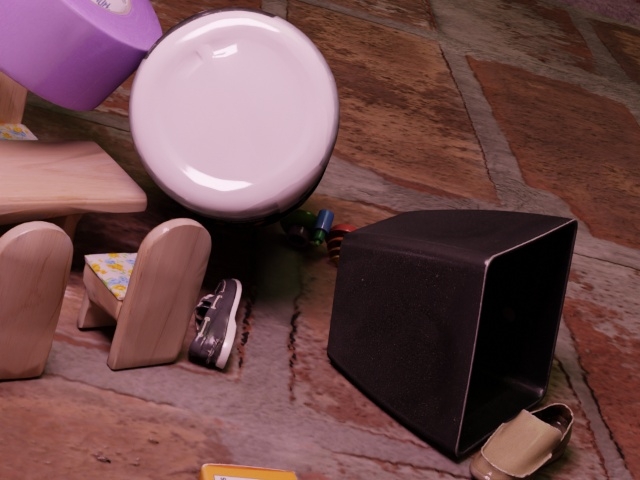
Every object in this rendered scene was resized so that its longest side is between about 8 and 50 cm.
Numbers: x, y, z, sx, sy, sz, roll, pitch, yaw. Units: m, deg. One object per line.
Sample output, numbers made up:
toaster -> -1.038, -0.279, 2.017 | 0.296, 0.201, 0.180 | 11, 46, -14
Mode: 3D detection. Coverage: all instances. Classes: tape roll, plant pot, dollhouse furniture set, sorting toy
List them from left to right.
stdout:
dollhouse furniture set -> -0.333, -0.084, 1.164 | 0.394, 0.256, 0.362 | -3, 32, -39
tape roll -> -0.274, -0.251, 1.277 | 0.275, 0.090, 0.275 | 46, 15, -16
sorting toy -> 0.000, 0.000, 1.483 | 0.102, 0.061, 0.042 | 14, 58, 8
plant pot -> 0.113, 0.064, 1.283 | 0.167, 0.188, 0.187 | 17, 21, 31

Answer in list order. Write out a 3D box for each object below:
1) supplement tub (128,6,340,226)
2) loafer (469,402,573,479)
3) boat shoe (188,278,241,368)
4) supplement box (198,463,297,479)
supplement tub -> -0.081, -0.110, 1.373 | 0.193, 0.194, 0.316 | 18, -3, 0
loafer -> 0.180, 0.179, 1.222 | 0.056, 0.050, 0.148 | 29, 26, 22
boat shoe -> -0.098, 0.071, 1.264 | 0.038, 0.046, 0.125 | 19, 32, -10
supplement box -> -0.038, 0.246, 0.898 | 0.080, 0.078, 0.233 | 9, 25, -15
